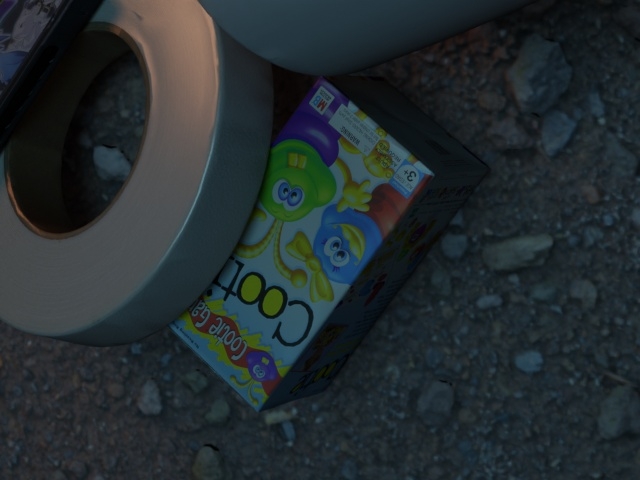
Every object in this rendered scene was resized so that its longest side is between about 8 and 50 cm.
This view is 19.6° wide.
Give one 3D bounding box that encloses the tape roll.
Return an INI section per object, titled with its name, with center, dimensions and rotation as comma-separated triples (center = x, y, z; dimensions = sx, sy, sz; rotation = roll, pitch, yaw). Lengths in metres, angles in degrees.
[tape roll]
center = -0.203, -0.096, 1.728
dimensions = 0.392, 0.072, 0.392
rotation = -14, 70, 41

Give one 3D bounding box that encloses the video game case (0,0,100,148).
[video game case]
center = -0.342, -0.219, 1.823
dimensions = 0.248, 0.035, 0.275
rotation = -53, 48, 19

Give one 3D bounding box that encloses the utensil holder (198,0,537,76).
[utensil holder]
center = 0.092, -0.322, 1.454
dimensions = 0.385, 0.328, 0.327
rotation = -20, 85, 49

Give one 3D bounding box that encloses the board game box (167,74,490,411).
[board game box]
center = 0.000, 0.000, 1.683
dimensions = 0.142, 0.144, 0.275
rotation = 42, 109, 17
